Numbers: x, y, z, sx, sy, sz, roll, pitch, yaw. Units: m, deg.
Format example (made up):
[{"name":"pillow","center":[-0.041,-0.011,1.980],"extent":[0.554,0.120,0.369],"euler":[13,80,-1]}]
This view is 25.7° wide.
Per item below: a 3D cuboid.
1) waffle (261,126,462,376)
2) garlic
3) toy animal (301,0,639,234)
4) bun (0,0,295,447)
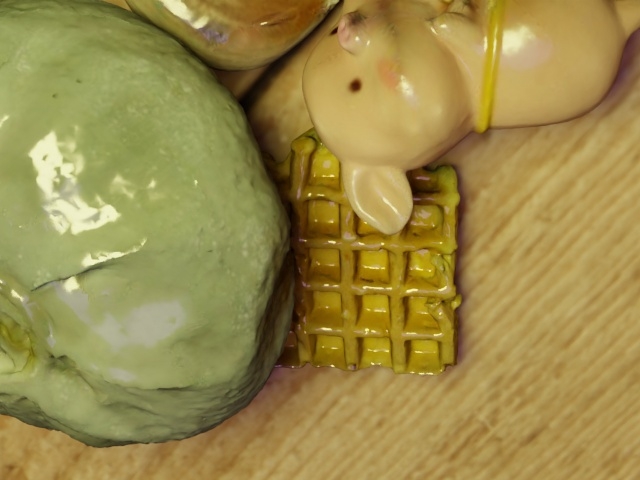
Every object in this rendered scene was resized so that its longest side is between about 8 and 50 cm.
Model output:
[{"name":"waffle","center":[0.000,0.000,1.121],"extent":[0.229,0.057,0.219],"euler":[3,117,6]},{"name":"garlic","center":[-0.089,-0.206,1.020],"extent":[0.198,0.090,0.128],"euler":[41,91,-5]},{"name":"toy animal","center":[0.106,-0.136,0.987],"extent":[0.248,0.165,0.149],"euler":[-22,134,10]},{"name":"bun","center":[-0.185,0.006,1.028],"extent":[0.362,0.211,0.362],"euler":[13,127,18]}]
